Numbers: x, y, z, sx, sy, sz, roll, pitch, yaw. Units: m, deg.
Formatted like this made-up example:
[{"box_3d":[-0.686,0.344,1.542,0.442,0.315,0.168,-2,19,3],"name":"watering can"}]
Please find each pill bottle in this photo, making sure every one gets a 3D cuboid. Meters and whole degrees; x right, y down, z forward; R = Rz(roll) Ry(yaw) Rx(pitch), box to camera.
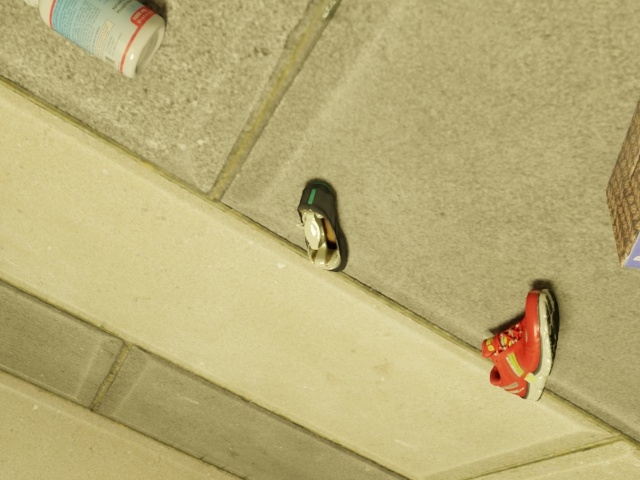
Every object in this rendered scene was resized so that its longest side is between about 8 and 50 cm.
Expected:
[{"box_3d":[-0.282,-0.281,0.632,0.160,0.087,0.087,31,137,-14],"name":"pill bottle"}]

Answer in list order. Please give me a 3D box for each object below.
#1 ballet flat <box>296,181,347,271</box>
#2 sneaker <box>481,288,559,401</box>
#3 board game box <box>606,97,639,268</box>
[{"box_3d":[0.000,0.000,0.839,0.074,0.074,0.203,4,136,16],"name":"ballet flat"},{"box_3d":[0.343,0.189,0.893,0.118,0.107,0.279,11,136,22],"name":"sneaker"},{"box_3d":[0.486,-0.082,0.518,0.290,0.141,0.232,6,137,14],"name":"board game box"}]
